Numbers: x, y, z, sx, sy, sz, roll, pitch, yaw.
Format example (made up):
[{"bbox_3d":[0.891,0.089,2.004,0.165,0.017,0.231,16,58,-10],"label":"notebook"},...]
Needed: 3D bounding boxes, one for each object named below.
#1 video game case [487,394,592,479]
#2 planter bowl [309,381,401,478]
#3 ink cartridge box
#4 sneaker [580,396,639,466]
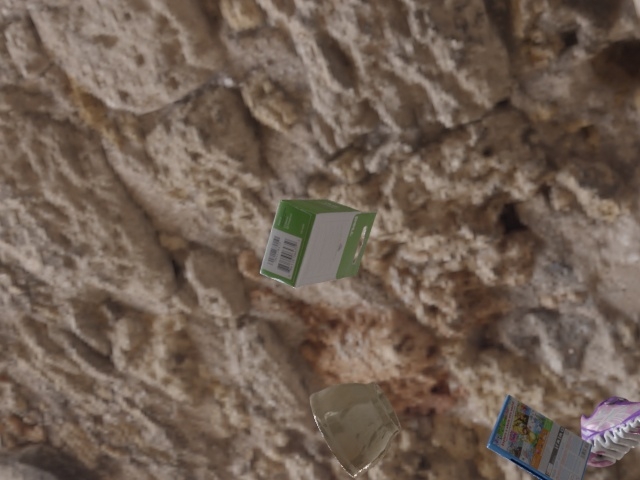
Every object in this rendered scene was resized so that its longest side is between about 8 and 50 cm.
[{"bbox_3d":[0.369,0.344,1.755,0.166,0.015,0.119,31,-135,3],"label":"video game case"},{"bbox_3d":[0.069,0.307,1.780,0.162,0.109,0.162,58,-173,-12],"label":"planter bowl"},{"bbox_3d":[0.000,0.000,1.509,0.209,0.062,0.109,-6,-65,-64],"label":"ink cartridge box"},{"bbox_3d":[0.567,0.328,1.935,0.095,0.236,0.105,23,-134,-30],"label":"sneaker"}]
